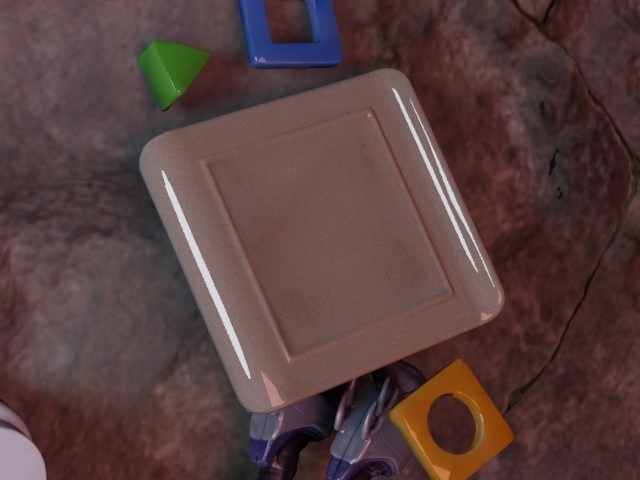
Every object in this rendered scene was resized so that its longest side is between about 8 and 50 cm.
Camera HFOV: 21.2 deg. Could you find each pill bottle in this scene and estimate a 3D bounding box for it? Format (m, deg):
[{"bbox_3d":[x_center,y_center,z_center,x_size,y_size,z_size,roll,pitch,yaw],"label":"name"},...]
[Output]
[{"bbox_3d":[-0.211,0.120,0.984,0.078,0.137,0.078,-6,103,-27],"label":"pill bottle"}]

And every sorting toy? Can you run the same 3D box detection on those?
[{"bbox_3d":[0.000,0.000,1.073,0.196,0.047,0.347,-20,82,-29],"label":"sorting toy"}]

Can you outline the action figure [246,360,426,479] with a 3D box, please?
[{"bbox_3d":[-0.028,0.203,1.095,0.099,0.185,0.285,44,61,-59],"label":"action figure"}]
